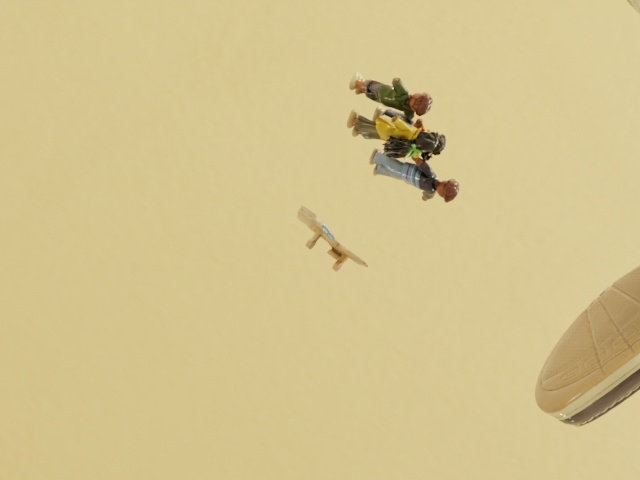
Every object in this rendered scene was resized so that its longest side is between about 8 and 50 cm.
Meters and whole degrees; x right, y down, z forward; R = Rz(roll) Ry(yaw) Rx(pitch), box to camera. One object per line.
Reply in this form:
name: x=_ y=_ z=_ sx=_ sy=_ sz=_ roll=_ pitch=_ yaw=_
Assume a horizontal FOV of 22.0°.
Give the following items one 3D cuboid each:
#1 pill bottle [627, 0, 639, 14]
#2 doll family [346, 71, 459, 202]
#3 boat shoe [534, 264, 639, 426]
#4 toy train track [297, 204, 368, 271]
pill bottle: x=0.321 y=-0.205 z=1.159 sx=0.204 sy=0.204 sz=0.361 roll=-50 pitch=30 yaw=21
doll family: x=0.097 y=-0.109 z=1.821 sx=0.076 sy=0.111 sz=0.193 roll=-65 pitch=-28 yaw=-14
boat shoe: x=0.284 y=0.047 z=1.193 sx=0.285 sy=0.092 sz=0.103 roll=-43 pitch=21 yaw=9
toy train track: x=0.000 y=0.000 z=0.910 sx=0.014 sy=0.048 sz=0.083 roll=-52 pitch=-21 yaw=-5
